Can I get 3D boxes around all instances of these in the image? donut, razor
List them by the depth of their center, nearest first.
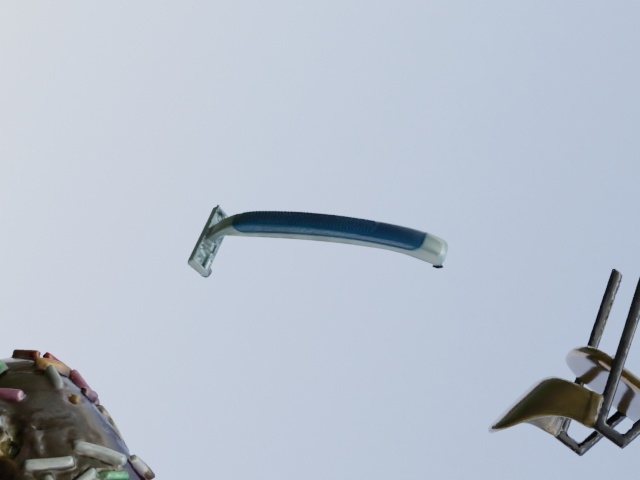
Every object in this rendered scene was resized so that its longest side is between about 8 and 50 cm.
[{"bbox_3d":[-0.159,0.187,0.975,0.103,0.270,0.269,-25,-160,-24],"label":"donut"},{"bbox_3d":[-0.001,-0.003,1.172,0.191,0.037,0.068,3,-140,17],"label":"razor"}]

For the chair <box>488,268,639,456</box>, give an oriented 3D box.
[{"bbox_3d":[0.314,0.147,1.672,0.247,0.172,0.159,-55,179,-12],"label":"chair"}]
